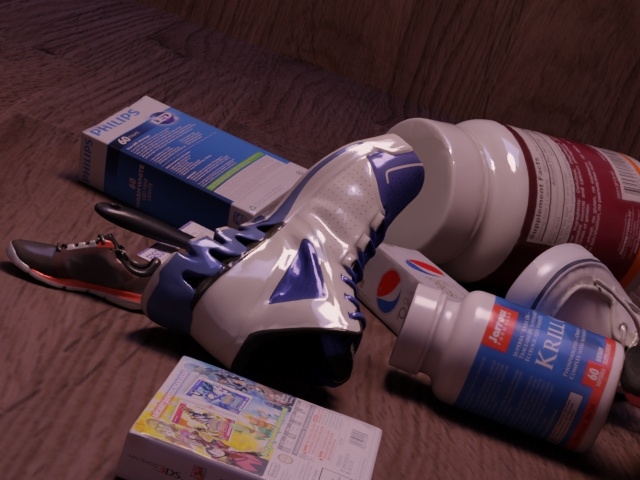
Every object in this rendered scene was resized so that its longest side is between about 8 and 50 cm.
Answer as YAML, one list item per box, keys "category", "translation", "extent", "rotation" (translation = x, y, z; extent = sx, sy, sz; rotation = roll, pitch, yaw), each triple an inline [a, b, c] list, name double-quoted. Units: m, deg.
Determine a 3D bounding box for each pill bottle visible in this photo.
- category: "pill bottle"
  translation: [0.188, 0.125, 1.608]
  extent: [0.221, 0.124, 0.124]
  rotation: [20, 14, 2]
- category: "pill bottle"
  translation: [0.265, -0.042, 2.155]
  extent: [0.392, 0.224, 0.224]
  rotation: [10, 17, -36]

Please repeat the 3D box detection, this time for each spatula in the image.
- category: "spatula"
  translation: [-0.102, 0.005, 1.664]
  extent: [0.296, 0.030, 0.084]
  rotation: [14, 17, -25]

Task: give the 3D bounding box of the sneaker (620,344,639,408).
- category: "sneaker"
  translation: [0.389, 0.182, 1.623]
  extent: [0.116, 0.136, 0.314]
  rotation: [7, -1, 27]

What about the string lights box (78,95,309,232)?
- category: "string lights box"
  translation: [-0.155, -0.080, 1.928]
  extent: [0.259, 0.077, 0.133]
  rotation: [26, 37, 23]

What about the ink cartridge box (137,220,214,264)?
- category: "ink cartridge box"
  translation: [-0.079, 0.052, 1.676]
  extent: [0.208, 0.045, 0.206]
  rotation: [24, 14, 7]

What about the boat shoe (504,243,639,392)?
- category: "boat shoe"
  translation: [0.329, 0.120, 1.775]
  extent: [0.156, 0.136, 0.367]
  rotation: [38, 1, 30]

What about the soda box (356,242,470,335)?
- category: "soda box"
  translation: [0.122, 0.077, 1.804]
  extent: [0.069, 0.074, 0.216]
  rotation: [12, 16, -29]

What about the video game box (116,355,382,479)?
- category: "video game box"
  translation: [-0.051, 0.169, 1.260]
  extent: [0.187, 0.048, 0.205]
  rotation: [23, 13, 2]

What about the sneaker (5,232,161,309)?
- category: "sneaker"
  translation: [-0.231, 0.016, 1.558]
  extent: [0.158, 0.065, 0.061]
  rotation: [17, 14, -12]

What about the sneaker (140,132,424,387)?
- category: "sneaker"
  translation: [0.001, 0.044, 1.532]
  extent: [0.315, 0.127, 0.182]
  rotation: [-33, 66, -28]
